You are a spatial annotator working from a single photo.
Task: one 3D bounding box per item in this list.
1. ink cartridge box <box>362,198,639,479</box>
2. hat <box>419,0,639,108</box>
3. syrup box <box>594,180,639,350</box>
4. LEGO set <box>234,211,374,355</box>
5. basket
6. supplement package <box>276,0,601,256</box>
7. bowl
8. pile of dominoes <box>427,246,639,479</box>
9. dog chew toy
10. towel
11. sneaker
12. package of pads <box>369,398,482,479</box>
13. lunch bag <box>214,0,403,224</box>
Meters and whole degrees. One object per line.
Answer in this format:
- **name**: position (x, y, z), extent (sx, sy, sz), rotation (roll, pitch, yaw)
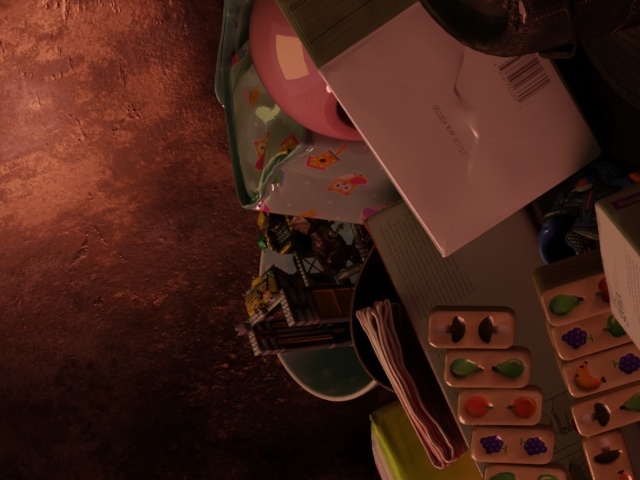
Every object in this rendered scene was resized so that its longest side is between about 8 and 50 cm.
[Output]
- **ink cartridge box**: position (0.186, 0.126, 1.211), extent (0.272, 0.130, 0.309), rotation (46, -162, -59)
- **hat**: position (0.110, -0.201, 0.853), extent (0.331, 0.134, 0.331), rotation (157, 90, -86)
- **syrup box**: position (0.242, 0.059, 0.759), extent (0.237, 0.096, 0.093), rotation (-117, 8, -51)
- **LEGO set**: position (0.000, 0.000, 1.778), extent (0.331, 0.192, 0.255), rotation (-32, 68, 48)
- **basket**: position (0.133, 0.056, 1.503), extent (0.154, 0.204, 0.227), rotation (29, -175, 11)
- **supplement package**: position (0.082, -0.138, 1.109), extent (0.194, 0.149, 0.203), rotation (54, -174, -32)
- **bowl**: position (0.069, 0.060, 1.979), extent (0.311, 0.163, 0.312), rotation (3, 93, 51)
- **pile of dominoes**: position (0.197, 0.130, 0.972), extent (0.040, 0.196, 0.251), rotation (-92, -17, -68)
- **dog chew toy**: position (0.019, -0.258, 1.347), extent (0.207, 0.206, 0.332), rotation (75, 180, -58)
- **towel**: position (0.091, 0.115, 1.207), extent (0.144, 0.029, 0.197), rotation (63, -169, 8)
- **sneaker**: position (0.195, -0.010, 1.047), extent (0.221, 0.087, 0.083), rotation (147, 102, -87)
- **package of pads**: position (0.198, 0.283, 1.545), extent (0.101, 0.229, 0.297), rotation (84, 163, -75)
- **lunch bag**: position (0.014, -0.156, 1.511), extent (0.160, 0.223, 0.262), rotation (-49, 45, 44)
